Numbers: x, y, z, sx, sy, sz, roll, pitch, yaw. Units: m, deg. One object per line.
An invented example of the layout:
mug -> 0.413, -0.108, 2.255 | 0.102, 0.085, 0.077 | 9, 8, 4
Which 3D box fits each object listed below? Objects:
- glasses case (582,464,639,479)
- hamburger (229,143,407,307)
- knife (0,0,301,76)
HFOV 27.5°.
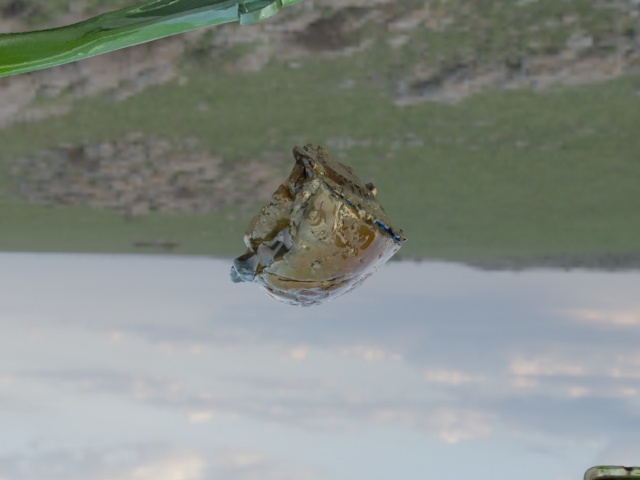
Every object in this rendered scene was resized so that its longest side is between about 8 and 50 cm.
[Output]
glasses case -> 0.098, 0.197, 0.402 | 0.095, 0.272, 0.062 | 8, -151, 0
hamburger -> -0.003, 0.004, 0.812 | 0.087, 0.102, 0.176 | 36, -173, 0
knife -> -0.080, -0.066, 0.404 | 0.166, 0.023, 0.078 | -14, -153, 5
